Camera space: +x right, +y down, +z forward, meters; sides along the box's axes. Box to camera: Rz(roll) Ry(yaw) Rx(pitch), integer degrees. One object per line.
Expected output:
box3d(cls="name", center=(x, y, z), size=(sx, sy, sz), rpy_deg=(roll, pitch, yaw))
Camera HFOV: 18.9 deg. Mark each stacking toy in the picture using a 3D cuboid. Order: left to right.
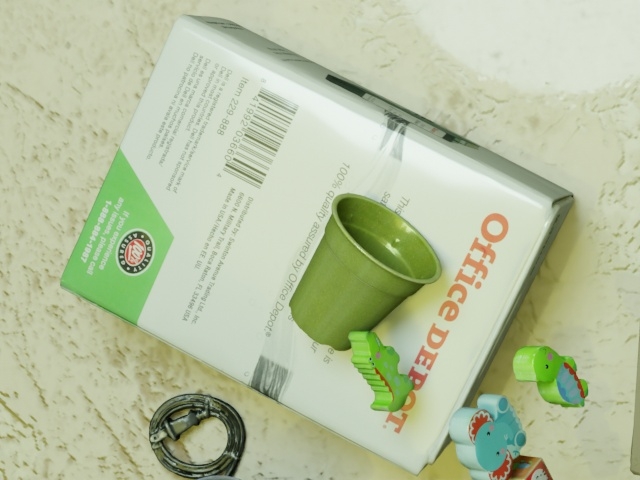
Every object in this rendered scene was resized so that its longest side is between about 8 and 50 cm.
box3d(cls="stacking toy", center=(0.116, 0.152, 1.181), size=(0.167, 0.052, 0.221), rpy_deg=(-2, 124, 49))

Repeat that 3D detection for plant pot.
box3d(cls="plant pot", center=(0.021, 0.026, 1.227), size=(0.083, 0.083, 0.079), rpy_deg=(41, 114, 9))

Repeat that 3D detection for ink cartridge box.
box3d(cls="ink cartridge box", center=(0.000, 0.000, 1.329), size=(0.289, 0.121, 0.211), rpy_deg=(28, 101, 11))

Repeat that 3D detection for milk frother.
box3d(cls="milk frother", center=(-0.082, 0.179, 1.356), size=(0.129, 0.135, 0.143), rpy_deg=(-40, 85, -17))

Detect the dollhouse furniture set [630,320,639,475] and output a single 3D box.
box3d(cls="dollhouse furniture set", center=(0.394, 0.015, 1.144), size=(0.394, 0.256, 0.362), rpy_deg=(4, 135, 10))
